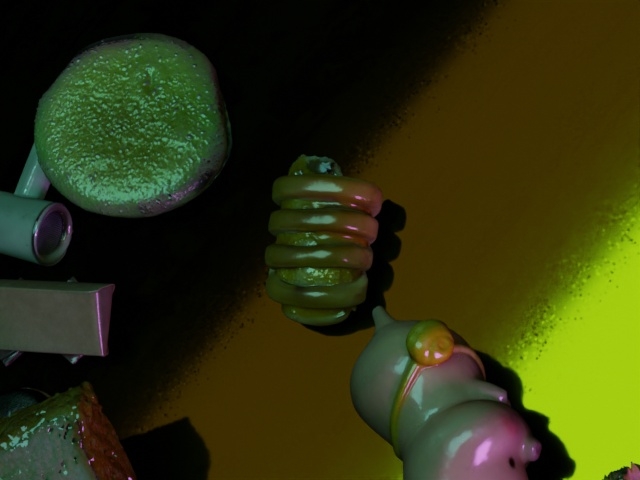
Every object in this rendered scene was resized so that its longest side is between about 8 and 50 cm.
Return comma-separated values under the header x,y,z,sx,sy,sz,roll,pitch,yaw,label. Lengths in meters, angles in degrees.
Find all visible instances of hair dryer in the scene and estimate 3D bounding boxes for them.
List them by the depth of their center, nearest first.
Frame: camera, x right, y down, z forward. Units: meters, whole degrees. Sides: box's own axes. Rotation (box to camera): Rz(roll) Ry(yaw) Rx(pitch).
x,y,z,sx,sy,sz,roll,pitch,yaw,label
-0.326,-0.096,1.959,0.131,0.073,0.236,14,79,26,hair dryer

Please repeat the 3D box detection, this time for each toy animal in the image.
x,y,z,sx,sy,sz,roll,pitch,yaw,label
0.115,0.170,1.659,0.149,0.165,0.248,-32,60,17,toy animal

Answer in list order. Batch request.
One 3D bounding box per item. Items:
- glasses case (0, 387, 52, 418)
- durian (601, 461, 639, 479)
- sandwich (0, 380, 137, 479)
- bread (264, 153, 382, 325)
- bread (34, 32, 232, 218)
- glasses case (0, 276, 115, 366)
x,y,z,sx,sy,sz,roll,pitch,yaw,label
-0.418,0.262,1.888,0.321,0.082,0.122,-23,74,14,glasses case
0.288,0.313,1.564,0.165,0.132,0.182,-29,55,0,durian
-0.313,0.288,1.784,0.251,0.087,0.226,-19,107,12,sandwich
0.000,0.000,1.792,0.119,0.084,0.177,3,81,23,bread
-0.208,-0.132,1.906,0.228,0.033,0.229,-2,68,6,bread
-0.309,0.090,1.910,0.193,0.070,0.103,2,104,21,glasses case
